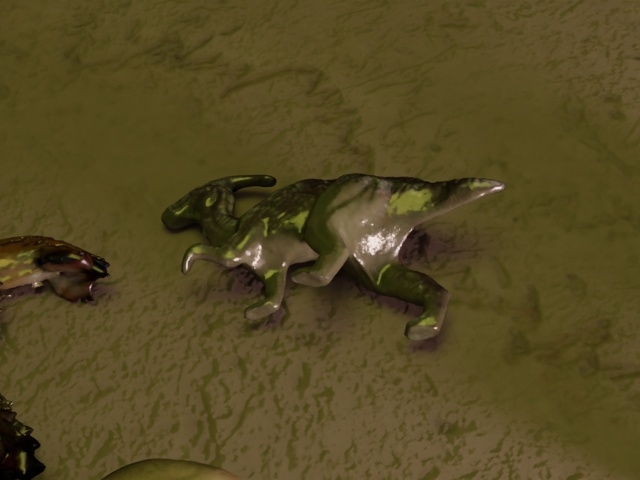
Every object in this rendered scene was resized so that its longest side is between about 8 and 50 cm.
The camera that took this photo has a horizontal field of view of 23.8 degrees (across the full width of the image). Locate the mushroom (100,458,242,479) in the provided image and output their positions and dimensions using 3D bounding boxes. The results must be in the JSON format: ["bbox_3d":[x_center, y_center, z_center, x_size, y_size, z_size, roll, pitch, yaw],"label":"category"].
[{"bbox_3d":[-0.100,0.227,0.997,0.166,0.127,0.166,0,68,-1],"label":"mushroom"}]

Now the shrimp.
[{"bbox_3d":[-0.250,0.083,1.195,0.222,0.054,0.290,-28,41,-21],"label":"shrimp"}]

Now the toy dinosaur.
[{"bbox_3d":[-0.003,-0.006,1.251,0.294,0.077,0.162,7,46,12],"label":"toy dinosaur"}]
